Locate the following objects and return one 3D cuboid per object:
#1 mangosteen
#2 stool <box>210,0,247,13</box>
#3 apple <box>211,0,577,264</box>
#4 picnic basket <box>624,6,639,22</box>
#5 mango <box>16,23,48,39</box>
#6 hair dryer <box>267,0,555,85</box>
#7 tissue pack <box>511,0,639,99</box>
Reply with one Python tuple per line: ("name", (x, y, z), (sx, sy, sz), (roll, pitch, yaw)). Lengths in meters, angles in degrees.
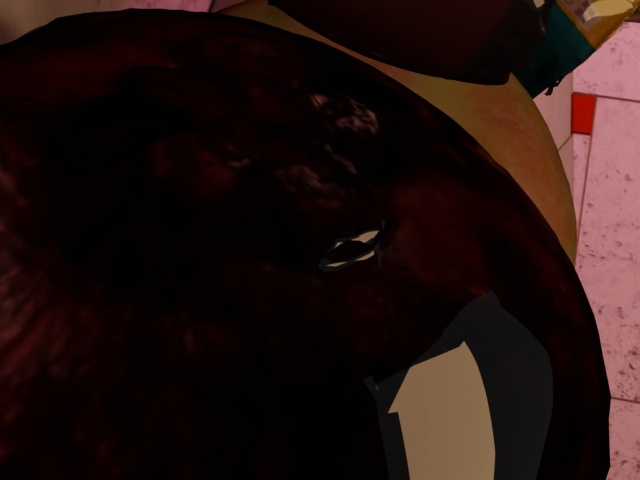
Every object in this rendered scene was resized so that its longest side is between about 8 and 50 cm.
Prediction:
("mangosteen", (-0.054, 0.112, 0.725), (0.381, 0.381, 0.421), (-61, 145, -57))
("stool", (0.036, -0.178, 1.384), (0.244, 0.170, 0.270), (72, 26, -50))
("apple", (0.000, 0.000, 1.049), (0.277, 0.319, 0.319), (104, -4, -66))
("picnic basket", (0.219, -0.318, 1.253), (0.313, 0.228, 0.175), (80, 22, -49))
("mango", (-0.154, -0.071, 0.921), (0.079, 0.057, 0.114), (36, 65, -18))
("hair dryer", (-0.041, -0.178, 0.801), (0.123, 0.312, 0.340), (-56, -176, -5))
("tissue pack", (0.089, -0.224, 1.124), (0.134, 0.271, 0.192), (-41, -177, -26))
